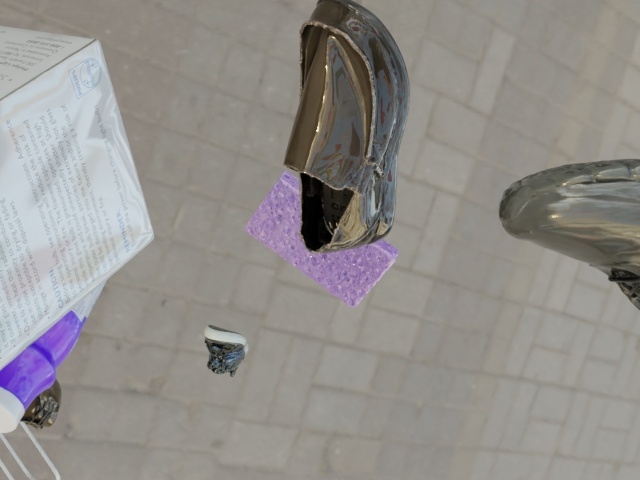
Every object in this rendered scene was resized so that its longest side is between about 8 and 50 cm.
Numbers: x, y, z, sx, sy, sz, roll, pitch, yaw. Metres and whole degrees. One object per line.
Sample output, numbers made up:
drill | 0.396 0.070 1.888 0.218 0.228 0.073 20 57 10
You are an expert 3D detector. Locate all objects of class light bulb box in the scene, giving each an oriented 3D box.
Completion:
light bulb box | -0.410 -0.025 0.989 0.361 0.358 0.225 -45 136 -40

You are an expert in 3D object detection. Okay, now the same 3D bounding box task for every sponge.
sponge | 0.000 0.000 1.671 0.117 0.210 0.031 -53 -178 32

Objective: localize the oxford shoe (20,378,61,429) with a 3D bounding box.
oxford shoe | -0.394 0.213 1.526 0.083 0.227 0.096 -41 92 4

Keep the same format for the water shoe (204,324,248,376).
water shoe | -0.179 0.215 2.122 0.203 0.073 0.080 59 49 -72

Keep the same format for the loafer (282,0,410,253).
loafer | 0.015 -0.073 0.834 0.078 0.080 0.220 -37 136 -35

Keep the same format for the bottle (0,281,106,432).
bottle | -0.321 0.089 1.293 0.092 0.118 0.283 36 45 -18

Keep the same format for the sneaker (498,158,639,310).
sneaker | 0.242 0.025 0.671 0.286 0.109 0.130 12 89 -9

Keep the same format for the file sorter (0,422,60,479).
file sorter | -0.600 0.414 1.859 0.278 0.193 0.173 -37 99 -31
